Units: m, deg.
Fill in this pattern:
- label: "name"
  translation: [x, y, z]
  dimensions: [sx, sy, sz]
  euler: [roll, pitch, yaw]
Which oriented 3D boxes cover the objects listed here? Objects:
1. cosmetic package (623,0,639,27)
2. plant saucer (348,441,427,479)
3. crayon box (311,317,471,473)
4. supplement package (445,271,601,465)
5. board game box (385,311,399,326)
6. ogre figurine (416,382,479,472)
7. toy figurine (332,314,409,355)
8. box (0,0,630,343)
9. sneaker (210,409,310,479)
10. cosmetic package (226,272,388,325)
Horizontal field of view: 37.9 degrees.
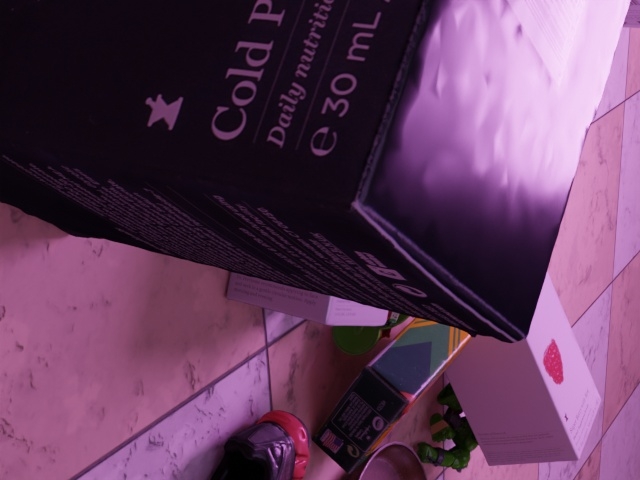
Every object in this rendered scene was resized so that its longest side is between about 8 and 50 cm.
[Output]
- label: "cosmetic package"
  translation: [0.531, -0.597, 1.610]
  dimensions: [0.327, 0.329, 0.394]
  euler: [5, 96, -56]
- label: "plant saucer"
  translation: [0.096, 0.478, 1.488]
  dimensions: [0.310, 0.050, 0.311]
  euler: [5, 84, -58]
- label: "crayon box"
  translation: [0.139, 0.185, 1.391]
  dimensions: [0.318, 0.081, 0.202]
  euler: [-38, 164, -45]
- label: "supplement package"
  translation: [0.340, 0.218, 1.615]
  dimensions: [0.177, 0.175, 0.293]
  euler: [-46, 115, -49]
- label: "board game box"
  translation: [0.083, -0.025, 1.287]
  dimensions: [0.030, 0.136, 0.260]
  euler: [101, 9, -74]
- label: "ogre figurine"
  translation: [0.254, 0.333, 1.695]
  dimensions: [0.118, 0.096, 0.197]
  euler: [44, 45, -33]
- label: "toy figurine"
  translation: [0.100, 0.097, 1.376]
  dimensions: [0.173, 0.130, 0.159]
  euler: [-64, 156, -2]
- label: "box"
  translation: [-0.033, -0.225, 0.726]
  dimensions: [0.297, 0.471, 0.480]
  euler: [34, 71, -54]
- label: "sneaker"
  translation: [-0.089, 0.355, 1.166]
  dimensions: [0.135, 0.097, 0.276]
  euler: [2, 96, -57]
- label: "cosmetic package"
  translation: [0.000, 0.000, 1.142]
  dimensions: [0.151, 0.151, 0.184]
  euler: [9, 93, -58]
